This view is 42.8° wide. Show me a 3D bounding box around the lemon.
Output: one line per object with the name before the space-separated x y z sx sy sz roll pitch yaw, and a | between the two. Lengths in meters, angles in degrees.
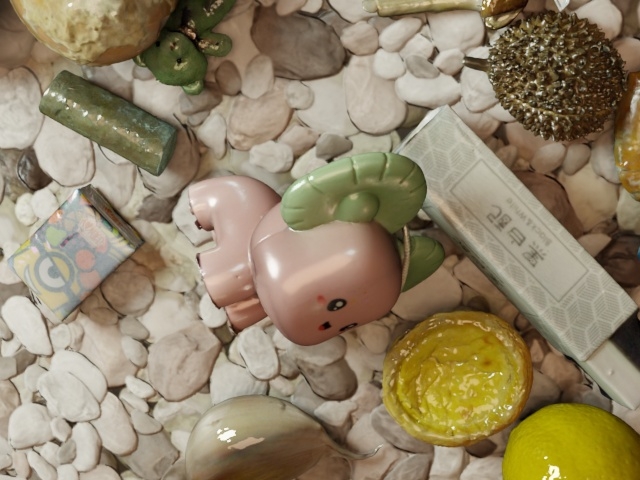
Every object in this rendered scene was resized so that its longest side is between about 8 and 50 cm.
lemon | 0.311 0.286 0.973 0.179 0.203 0.178 -3 101 -13

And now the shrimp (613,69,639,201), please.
shrimp | 0.403 -0.131 0.946 0.133 0.051 0.187 -12 109 -3

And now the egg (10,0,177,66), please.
egg | -0.253 -0.306 0.900 0.195 0.195 0.233 -21 69 11

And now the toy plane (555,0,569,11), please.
toy plane | 0.305 -0.380 0.866 0.251 0.101 0.255 44 104 7

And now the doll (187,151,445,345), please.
doll | 0.000 0.000 0.938 0.269 0.284 0.216 -18 57 4

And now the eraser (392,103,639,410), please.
eraser | 0.244 0.021 0.961 0.096 0.098 0.404 -44 95 -3

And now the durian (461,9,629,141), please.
durian | 0.250 -0.189 0.918 0.189 0.091 0.148 14 101 17

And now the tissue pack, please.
tissue pack | -0.315 0.016 1.051 0.148 0.060 0.108 -41 97 14

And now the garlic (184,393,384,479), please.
garlic | -0.063 0.264 1.067 0.267 0.148 0.128 -14 65 14

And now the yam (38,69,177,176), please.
yam | -0.256 -0.145 1.004 0.169 0.068 0.068 30 105 1

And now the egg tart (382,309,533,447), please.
egg tart | 0.170 0.168 1.023 0.191 0.074 0.191 1 103 5

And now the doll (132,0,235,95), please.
doll | -0.158 -0.254 0.967 0.115 0.077 0.150 28 96 2

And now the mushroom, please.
mushroom | 0.143 -0.267 0.935 0.187 0.060 0.061 -3 102 10

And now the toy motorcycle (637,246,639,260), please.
toy motorcycle | 0.476 -0.043 0.892 0.206 0.154 0.260 26 111 -45
